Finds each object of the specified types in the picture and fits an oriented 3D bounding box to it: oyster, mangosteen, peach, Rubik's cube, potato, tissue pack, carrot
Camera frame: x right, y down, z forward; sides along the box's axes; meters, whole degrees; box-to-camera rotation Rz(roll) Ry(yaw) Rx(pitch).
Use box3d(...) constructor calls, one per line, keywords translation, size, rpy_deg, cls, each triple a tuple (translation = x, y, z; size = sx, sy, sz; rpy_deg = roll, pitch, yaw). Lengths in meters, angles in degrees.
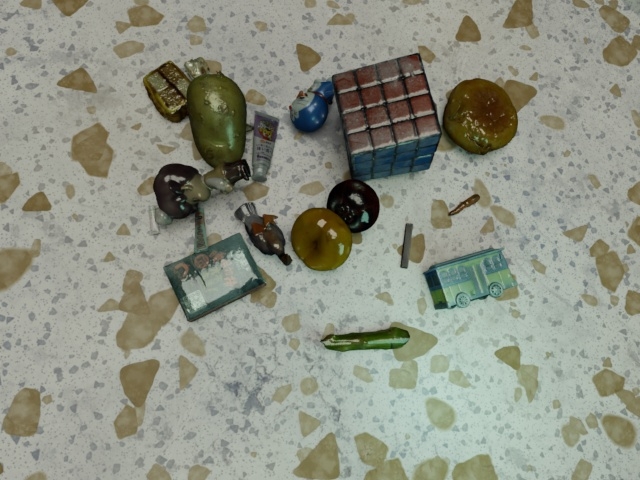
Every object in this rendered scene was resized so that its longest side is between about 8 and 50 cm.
box3d(translation=(-0.513, -0.700, 1.850), size=(0.103, 0.051, 0.148), rpy_deg=(-13, 64, -7), cls="oyster")
box3d(translation=(0.134, -0.135, 1.736), size=(0.216, 0.216, 0.216), rpy_deg=(2, 77, -7), cls="mangosteen")
box3d(translation=(0.000, 0.000, 1.670), size=(0.251, 0.153, 0.251), rpy_deg=(8, 109, 24), cls="peach")
box3d(translation=(0.247, -0.454, 1.712), size=(0.344, 0.337, 0.344), rpy_deg=(-10, 78, 5), cls="Rubik's cube")
box3d(translation=(-0.384, -0.448, 1.678), size=(0.219, 0.270, 0.359), rpy_deg=(-5, 103, -4), cls="potato")
box3d(translation=(-0.391, 0.136, 1.647), size=(0.315, 0.103, 0.228), rpy_deg=(-26, 82, -11), cls="tissue pack")
box3d(translation=(0.610, -0.150, 1.876), size=(0.165, 0.036, 0.036), rpy_deg=(-30, 82, -10), cls="carrot")

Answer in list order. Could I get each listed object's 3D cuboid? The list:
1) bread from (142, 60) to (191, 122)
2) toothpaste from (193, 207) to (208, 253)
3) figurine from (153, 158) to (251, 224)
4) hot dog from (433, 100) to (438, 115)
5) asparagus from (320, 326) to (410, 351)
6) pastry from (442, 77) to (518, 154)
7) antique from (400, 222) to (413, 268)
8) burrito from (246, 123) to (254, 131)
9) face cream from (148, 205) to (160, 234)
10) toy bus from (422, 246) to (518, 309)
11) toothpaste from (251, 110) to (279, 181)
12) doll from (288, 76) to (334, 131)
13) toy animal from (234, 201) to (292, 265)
box3d(translation=(-0.607, -0.606, 1.796), size=(0.181, 0.096, 0.222), rpy_deg=(-37, 84, -16), cls="bread")
box3d(translation=(-0.456, -0.038, 1.672), size=(0.056, 0.036, 0.205), rpy_deg=(-16, 54, 4), cls="toothpaste")
box3d(translation=(-0.440, -0.193, 1.650), size=(0.364, 0.206, 0.218), rpy_deg=(-5, 35, -1), cls="figurine")
box3d(translation=(0.444, -0.518, 1.919), size=(0.144, 0.075, 0.268), rpy_deg=(11, 74, -8), cls="hot dog")
box3d(translation=(0.166, 0.381, 1.672), size=(0.343, 0.085, 0.082), rpy_deg=(-4, 74, -7), cls="asparagus")
box3d(translation=(0.693, -0.538, 1.910), size=(0.355, 0.164, 0.356), rpy_deg=(2, 74, -6), cls="pastry")
box3d(translation=(0.354, 0.020, 1.813), size=(0.031, 0.015, 0.192), rpy_deg=(11, 75, -3), cls="antique")
box3d(translation=(-0.346, -0.483, 1.826), size=(0.149, 0.041, 0.055), rpy_deg=(28, 85, -3), cls="burrito")
box3d(translation=(-0.646, -0.078, 1.706), size=(0.038, 0.020, 0.115), rpy_deg=(-10, 81, -10), cls="face cream")
box3d(translation=(0.588, 0.154, 1.742), size=(0.312, 0.152, 0.190), rpy_deg=(-15, 80, -10), cls="toy bus")
box3d(translation=(-0.233, -0.388, 1.807), size=(0.114, 0.073, 0.299), rpy_deg=(12, 72, -23), cls="toothpaste")
box3d(translation=(-0.025, -0.572, 1.825), size=(0.161, 0.215, 0.257), rpy_deg=(43, 61, -35), cls="doll")
box3d(translation=(-0.209, -0.026, 1.675), size=(0.122, 0.185, 0.298), rpy_deg=(-44, 61, -14), cls="toy animal")
